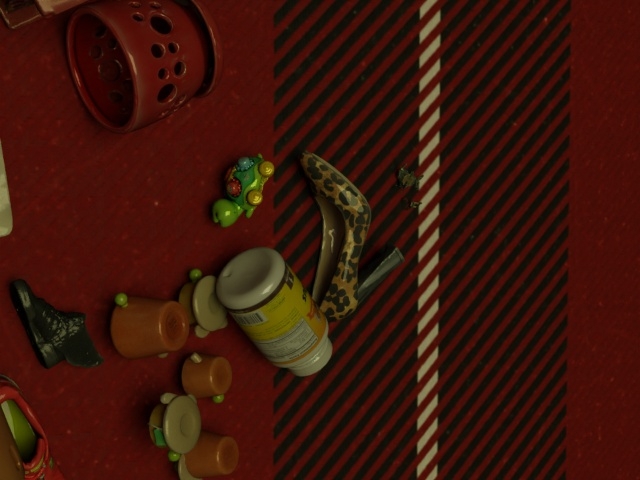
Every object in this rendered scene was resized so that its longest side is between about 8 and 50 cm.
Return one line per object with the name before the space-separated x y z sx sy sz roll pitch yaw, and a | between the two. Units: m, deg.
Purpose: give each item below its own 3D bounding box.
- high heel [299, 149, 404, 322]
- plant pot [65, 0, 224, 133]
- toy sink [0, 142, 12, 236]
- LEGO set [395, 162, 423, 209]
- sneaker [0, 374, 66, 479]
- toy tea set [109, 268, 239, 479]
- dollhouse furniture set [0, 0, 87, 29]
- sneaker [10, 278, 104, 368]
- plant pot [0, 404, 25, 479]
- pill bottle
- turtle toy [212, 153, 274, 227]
high heel | 0.000 0.000 2.059 0.186 0.093 0.261 -42 108 -13
plant pot | -0.248 -0.266 1.848 0.174 0.191 0.191 -24 104 -35
toy sink | -0.550 -0.067 1.713 0.234 0.131 0.152 -11 98 -24
LEGO set | 0.148 -0.094 2.175 0.054 0.023 0.083 -4 108 -27
sneaker | -0.421 0.322 1.811 0.107 0.118 0.279 -30 106 -25
toy tea set | -0.228 0.217 1.943 0.200 0.124 0.336 -9 94 -59
dollhouse furniture set | -0.292 -0.441 1.801 0.374 0.201 0.152 -30 107 -24
sneaker | -0.383 0.120 1.865 0.089 0.051 0.170 -27 110 -26
plant pot | -0.520 0.279 1.656 0.291 0.291 0.203 -39 113 -23
pill bottle | -0.064 0.117 1.990 0.117 0.117 0.215 -50 131 -18
turtle toy | -0.122 -0.078 1.986 0.066 0.095 0.130 24 79 -7
